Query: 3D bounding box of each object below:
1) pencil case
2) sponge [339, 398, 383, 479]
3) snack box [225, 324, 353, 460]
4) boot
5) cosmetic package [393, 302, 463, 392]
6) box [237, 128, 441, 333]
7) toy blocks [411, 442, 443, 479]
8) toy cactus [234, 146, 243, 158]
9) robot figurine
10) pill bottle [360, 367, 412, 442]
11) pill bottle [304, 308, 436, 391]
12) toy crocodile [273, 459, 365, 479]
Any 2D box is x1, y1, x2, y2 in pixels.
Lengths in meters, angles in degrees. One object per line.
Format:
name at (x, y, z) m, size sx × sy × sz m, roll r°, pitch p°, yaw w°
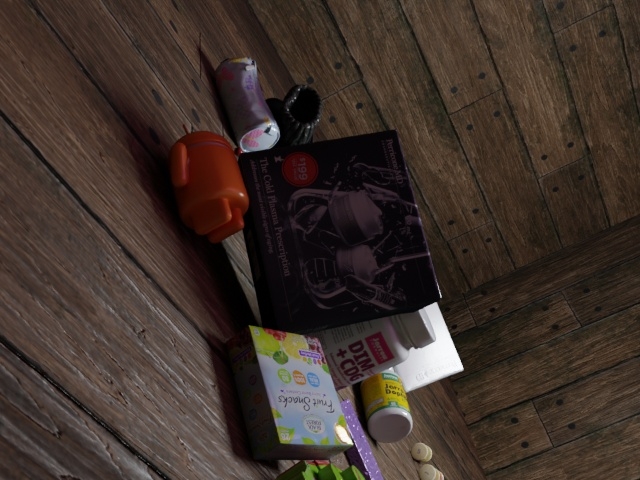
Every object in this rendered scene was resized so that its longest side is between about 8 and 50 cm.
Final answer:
pencil case at (-0.196, -0.366, 1.965) m, size 0.113 × 0.124 × 0.273 m, roll 46°, pitch 22°, yaw -60°
sponge at (0.082, 0.460, 1.631) m, size 0.210 × 0.031 × 0.117 m, roll 65°, pitch 10°, yaw 9°
snack box at (-0.052, 0.254, 1.208) m, size 0.174 × 0.070 × 0.207 m, roll 17°, pitch 44°, yaw -45°
boot at (-0.093, -0.352, 2.071) m, size 0.260 × 0.131 × 0.348 m, roll 108°, pitch -27°, yaw -48°
cosmetic package at (0.211, 0.215, 2.152) m, size 0.161 × 0.230 × 0.453 m, roll -39°, pitch -112°, yaw 56°
box at (0.021, -0.007, 1.402) m, size 0.179 × 0.313 × 0.343 m, roll 130°, pitch -52°, yaw -72°
toy blocks at (0.335, 0.696, 2.253) m, size 0.148 × 0.054 × 0.123 m, roll 49°, pitch 19°, yaw -56°
toy cactus at (-0.141, -0.103, 1.724) m, size 0.219 × 0.112 × 0.180 m, roll 59°, pitch -2°, yaw 23°
robot figurine at (-0.203, -0.105, 1.303) m, size 0.158 × 0.128 × 0.219 m, roll 0°, pitch 55°, yaw -30°
pill bottle at (0.167, 0.415, 1.916) m, size 0.117 × 0.118 × 0.208 m, roll 58°, pitch 12°, yaw -31°
pill bottle at (0.093, 0.212, 1.575) m, size 0.160 × 0.283 × 0.160 m, roll 60°, pitch 11°, yaw -20°
toy crocodile at (-0.006, 0.390, 1.142) m, size 0.105 × 0.115 × 0.340 m, roll 57°, pitch 4°, yaw 25°
